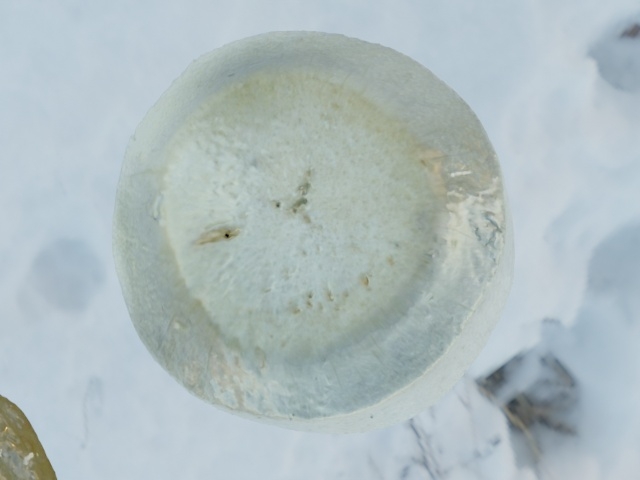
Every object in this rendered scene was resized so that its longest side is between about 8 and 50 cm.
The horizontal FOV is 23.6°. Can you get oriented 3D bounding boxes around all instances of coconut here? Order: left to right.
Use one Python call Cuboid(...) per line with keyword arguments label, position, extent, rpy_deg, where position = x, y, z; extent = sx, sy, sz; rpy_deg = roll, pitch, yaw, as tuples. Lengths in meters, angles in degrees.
Cuboid(label="coconut", position=(0.000, 0.000, 0.935), extent=(0.237, 0.237, 0.266), rpy_deg=(-38, 165, 3))

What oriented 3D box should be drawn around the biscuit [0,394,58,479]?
Cuboid(label="biscuit", position=(-0.153, 0.142, 0.763), extent=(0.018, 0.147, 0.071), rpy_deg=(-31, 172, 37))
